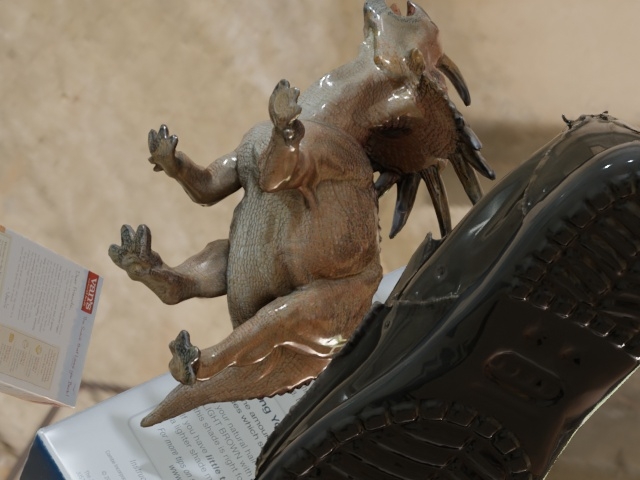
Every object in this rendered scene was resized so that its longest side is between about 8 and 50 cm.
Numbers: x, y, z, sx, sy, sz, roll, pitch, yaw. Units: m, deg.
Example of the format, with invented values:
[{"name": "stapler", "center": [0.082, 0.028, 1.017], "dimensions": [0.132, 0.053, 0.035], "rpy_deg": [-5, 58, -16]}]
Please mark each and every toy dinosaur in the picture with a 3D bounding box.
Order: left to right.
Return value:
[{"name": "toy dinosaur", "center": [0.000, 0.000, 0.864], "dimensions": [0.200, 0.295, 0.127], "rpy_deg": [9, 15, -40]}]

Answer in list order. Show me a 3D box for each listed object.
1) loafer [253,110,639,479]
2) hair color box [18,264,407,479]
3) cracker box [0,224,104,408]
[{"name": "loafer", "center": [0.052, 0.042, 0.510], "dimensions": [0.080, 0.078, 0.220], "rpy_deg": [36, -65, -19]}, {"name": "hair color box", "center": [-0.015, 0.154, 1.015], "dimensions": [0.174, 0.347, 0.105], "rpy_deg": [55, -34, 18]}, {"name": "cracker box", "center": [-0.337, 0.080, 1.569], "dimensions": [0.067, 0.155, 0.232], "rpy_deg": [2, -17, 28]}]
